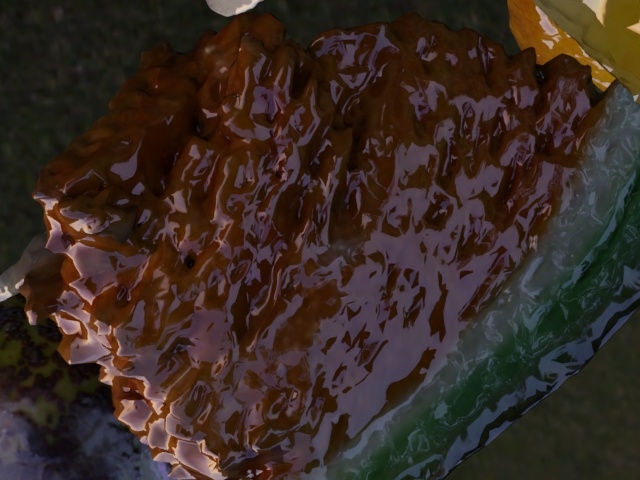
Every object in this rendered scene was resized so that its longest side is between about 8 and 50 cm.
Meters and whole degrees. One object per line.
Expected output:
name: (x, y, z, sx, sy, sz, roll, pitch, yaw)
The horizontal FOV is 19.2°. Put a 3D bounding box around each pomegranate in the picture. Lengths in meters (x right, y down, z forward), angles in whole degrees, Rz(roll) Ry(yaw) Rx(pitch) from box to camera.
pomegranate: (-0.170, 0.126, 0.930, 0.214, 0.214, 0.248, -41, 173, 29)

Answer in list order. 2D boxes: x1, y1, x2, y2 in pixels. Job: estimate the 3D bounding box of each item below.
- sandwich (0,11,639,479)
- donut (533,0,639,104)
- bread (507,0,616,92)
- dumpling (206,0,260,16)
sandwich: (0.007, -0.005, 0.557, 0.185, 0.109, 0.160, -45, 108, -16)
donut: (0.066, -0.072, 0.234, 0.107, 0.272, 0.272, -48, 133, 3)
bread: (0.173, -0.162, 0.789, 0.146, 0.268, 0.268, 16, 144, 19)
dumpling: (-0.074, -0.267, 1.195, 0.132, 0.162, 0.250, -18, 97, -15)
